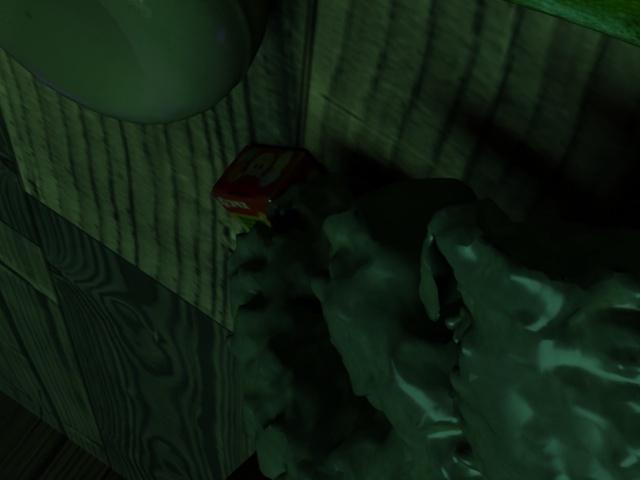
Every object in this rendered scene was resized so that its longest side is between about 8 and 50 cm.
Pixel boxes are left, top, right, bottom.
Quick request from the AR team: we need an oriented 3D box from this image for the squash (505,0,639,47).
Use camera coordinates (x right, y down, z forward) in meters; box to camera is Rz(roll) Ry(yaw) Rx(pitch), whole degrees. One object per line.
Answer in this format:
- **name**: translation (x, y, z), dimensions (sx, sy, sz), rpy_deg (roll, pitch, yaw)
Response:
- **squash**: translation (0.144, -0.072, 0.428), dimensions (0.379, 0.101, 0.101), rpy_deg (25, 160, 23)

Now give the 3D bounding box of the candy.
- **candy**: translation (0.000, 0.000, 1.000), dimensions (0.122, 0.038, 0.062), rpy_deg (47, 160, -29)

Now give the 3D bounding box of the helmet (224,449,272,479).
- **helmet**: translation (0.060, 0.243, 1.243), dimensions (0.338, 0.197, 0.271), rpy_deg (11, 150, 3)

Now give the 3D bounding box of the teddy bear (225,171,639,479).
- **teddy bear**: translation (0.134, 0.091, 0.794), dimensions (0.357, 0.224, 0.367), rpy_deg (41, 147, -8)

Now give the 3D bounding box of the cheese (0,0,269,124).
- **cheese**: translation (-0.090, -0.142, 0.746), dimensions (0.163, 0.082, 0.286), rpy_deg (35, 160, 3)
